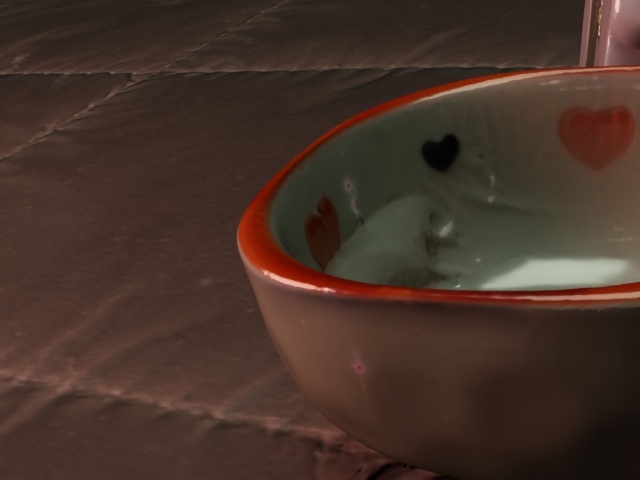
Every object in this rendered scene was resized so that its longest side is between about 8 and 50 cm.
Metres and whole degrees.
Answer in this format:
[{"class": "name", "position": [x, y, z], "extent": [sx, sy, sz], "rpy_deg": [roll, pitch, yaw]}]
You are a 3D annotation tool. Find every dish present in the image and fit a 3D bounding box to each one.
[{"class": "dish", "position": [0.100, 0.018, 0.514], "extent": [0.256, 0.117, 0.256], "rpy_deg": [-10, 23, 4]}]

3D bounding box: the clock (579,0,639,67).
[{"class": "clock", "position": [0.276, -0.118, 0.706], "extent": [0.254, 0.188, 0.189], "rpy_deg": [3, 24, 1]}]
